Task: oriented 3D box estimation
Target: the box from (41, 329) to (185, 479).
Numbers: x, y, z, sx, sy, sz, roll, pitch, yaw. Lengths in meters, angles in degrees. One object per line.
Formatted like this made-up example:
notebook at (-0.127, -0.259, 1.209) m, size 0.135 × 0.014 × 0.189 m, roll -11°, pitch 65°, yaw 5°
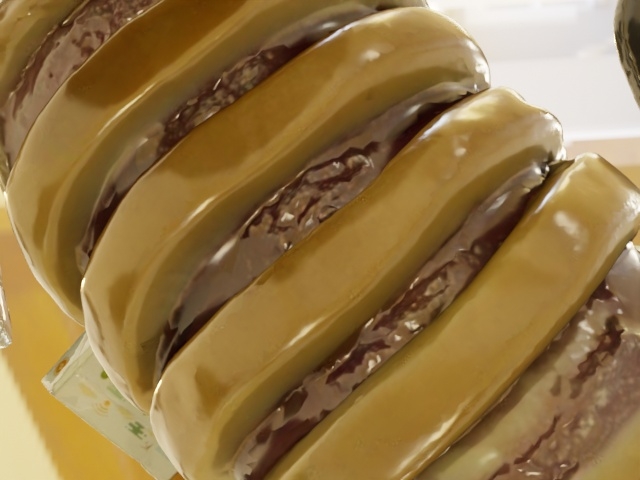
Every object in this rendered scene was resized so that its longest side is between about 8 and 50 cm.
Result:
box at (-0.019, 0.025, 0.920) m, size 0.122 × 0.220 × 0.032 m, roll 43°, pitch 177°, yaw -25°

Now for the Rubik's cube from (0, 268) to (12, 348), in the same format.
Rubik's cube at (-0.362, -0.031, 1.306) m, size 0.238 × 0.237 × 0.237 m, roll 85°, pitch 172°, yaw -73°

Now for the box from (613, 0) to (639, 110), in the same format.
box at (0.255, -0.077, 1.022) m, size 0.042 × 0.201 × 0.212 m, roll -24°, pitch 93°, yaw 60°

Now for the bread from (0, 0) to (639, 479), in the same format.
bread at (0.000, 0.000, 0.466) m, size 0.225 × 0.134 × 0.081 m, roll 47°, pitch 180°, yaw 27°
